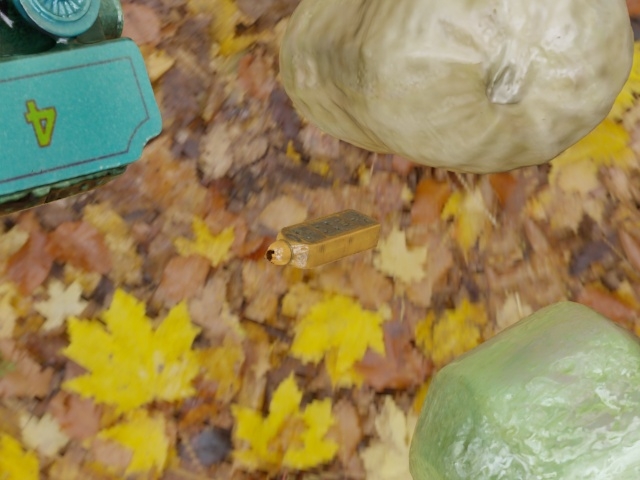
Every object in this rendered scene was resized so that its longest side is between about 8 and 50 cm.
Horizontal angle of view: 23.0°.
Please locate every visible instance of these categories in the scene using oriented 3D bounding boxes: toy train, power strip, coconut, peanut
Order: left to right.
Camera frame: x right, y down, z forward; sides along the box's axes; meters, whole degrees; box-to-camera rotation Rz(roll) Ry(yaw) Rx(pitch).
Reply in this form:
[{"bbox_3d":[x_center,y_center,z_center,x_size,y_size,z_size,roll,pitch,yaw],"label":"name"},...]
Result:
[{"bbox_3d":[-0.195,-0.091,0.931,0.107,0.198,0.154,-17,91,47],"label":"toy train"},{"bbox_3d":[0.000,0.000,1.605,0.049,0.178,0.028,28,116,29],"label":"power strip"},{"bbox_3d":[0.066,-0.099,0.851,0.129,0.224,0.129,-2,93,-35],"label":"peanut"},{"bbox_3d":[0.264,0.219,1.630,0.329,0.281,0.328,2,72,-6],"label":"coconut"}]
